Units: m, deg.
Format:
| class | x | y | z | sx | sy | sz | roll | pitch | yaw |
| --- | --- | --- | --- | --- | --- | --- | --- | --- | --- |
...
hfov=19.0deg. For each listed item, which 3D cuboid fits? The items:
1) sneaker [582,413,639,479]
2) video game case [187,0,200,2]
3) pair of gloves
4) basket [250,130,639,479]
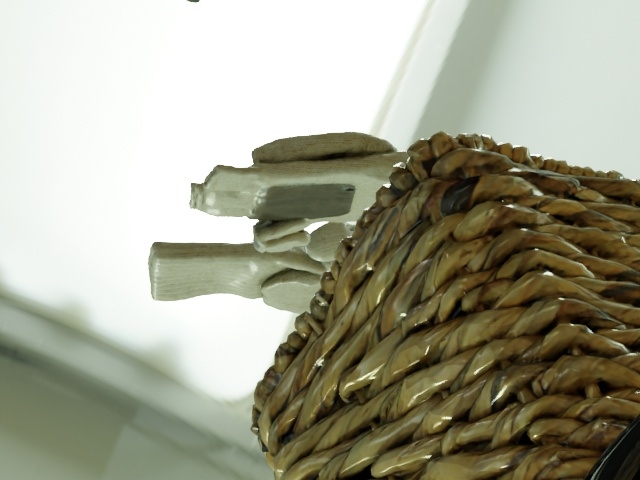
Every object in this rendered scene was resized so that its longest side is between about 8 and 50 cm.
| class | x | y | z | sx | sy | sz | roll | pitch | yaw |
| --- | --- | --- | --- | --- | --- | --- | --- | --- | --- |
| sneaker | 0.124 | 0.055 | 0.480 | 0.084 | 0.097 | 0.234 | 42 | -128 | 8 |
| video game case | -0.041 | -0.220 | 0.703 | 0.248 | 0.275 | 0.035 | -48 | -113 | 12 |
| pair of gloves | 0.000 | 0.000 | 1.242 | 0.204 | 0.240 | 0.042 | 2 | -115 | -15 |
| basket | 0.141 | 0.120 | 0.778 | 0.299 | 0.213 | 0.223 | 11 | -143 | -32 |
